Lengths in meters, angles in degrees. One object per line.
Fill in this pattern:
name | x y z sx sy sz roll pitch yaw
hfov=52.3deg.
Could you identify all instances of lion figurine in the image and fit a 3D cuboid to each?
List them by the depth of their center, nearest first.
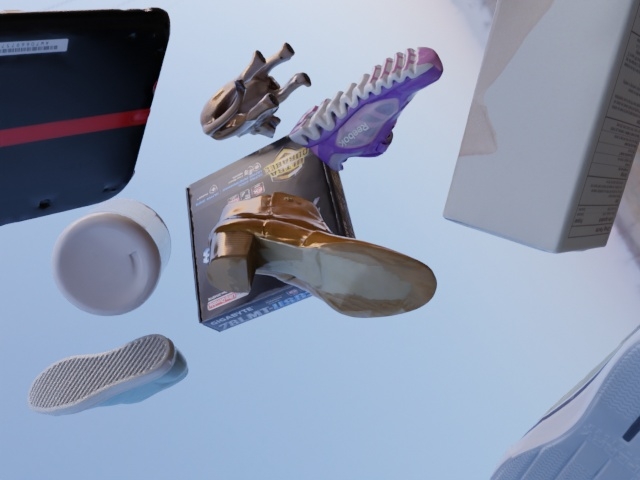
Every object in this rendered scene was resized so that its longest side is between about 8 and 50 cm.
lion figurine | -0.158 -0.275 1.315 0.142 0.240 0.392 58 -155 -3

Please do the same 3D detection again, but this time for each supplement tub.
supplement tub | -0.468 0.026 1.507 0.228 0.228 0.316 50 -178 -13

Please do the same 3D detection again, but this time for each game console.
game console | -0.391 -0.141 0.812 0.386 0.342 0.060 -20 -118 -39

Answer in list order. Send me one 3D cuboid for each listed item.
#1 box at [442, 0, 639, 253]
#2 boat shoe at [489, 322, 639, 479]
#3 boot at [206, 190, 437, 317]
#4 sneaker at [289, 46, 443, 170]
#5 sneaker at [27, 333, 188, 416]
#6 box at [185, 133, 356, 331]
box | 0.232 -0.152 0.604 0.121 0.311 0.148 22 -165 37
boat shoe | 0.243 0.169 0.547 0.109 0.302 0.094 42 -140 21
boot | -0.001 0.001 0.870 0.211 0.295 0.104 -84 0 -63
sneaker | 0.074 -0.171 0.890 0.104 0.236 0.095 51 -145 -18
sneaker | -0.465 0.327 1.453 0.150 0.366 0.135 61 -163 -48
box | -0.093 -0.023 1.152 0.073 0.295 0.293 40 -147 -53
